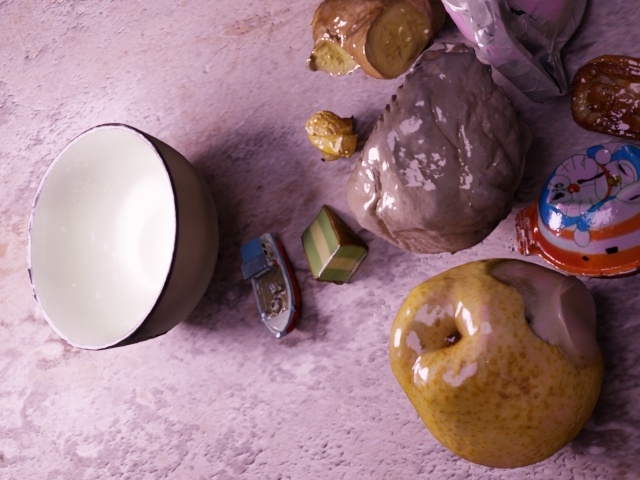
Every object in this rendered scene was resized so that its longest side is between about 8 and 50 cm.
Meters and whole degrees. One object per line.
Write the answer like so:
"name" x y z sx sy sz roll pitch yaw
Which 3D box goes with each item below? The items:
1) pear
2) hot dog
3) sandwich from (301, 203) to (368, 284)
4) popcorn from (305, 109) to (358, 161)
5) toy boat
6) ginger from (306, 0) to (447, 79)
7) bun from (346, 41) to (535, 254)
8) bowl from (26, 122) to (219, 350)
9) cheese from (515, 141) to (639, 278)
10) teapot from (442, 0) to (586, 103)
"pear" 0.206 0.143 1.380 0.271 0.271 0.271 -6 81 38
"hot dog" 0.369 -0.175 1.407 0.147 0.065 0.099 22 105 36
"sandwich" 0.000 0.000 1.669 0.116 0.074 0.074 46 112 32
"popcorn" 0.025 -0.159 1.680 0.084 0.084 0.084 -6 81 38
"toy boat" -0.076 0.068 1.731 0.069 0.059 0.173 -30 67 32
"ginger" 0.065 -0.314 1.621 0.219 0.123 0.270 -48 34 -13
"bun" 0.162 -0.103 1.458 0.205 0.281 0.281 32 107 1
"bowl" -0.286 0.002 1.824 0.354 0.185 0.354 -6 81 38
"cheese" 0.383 -0.048 1.326 0.329 0.129 0.217 -15 41 22
"teapot" 0.225 -0.294 1.455 0.163 0.178 0.221 6 83 41
